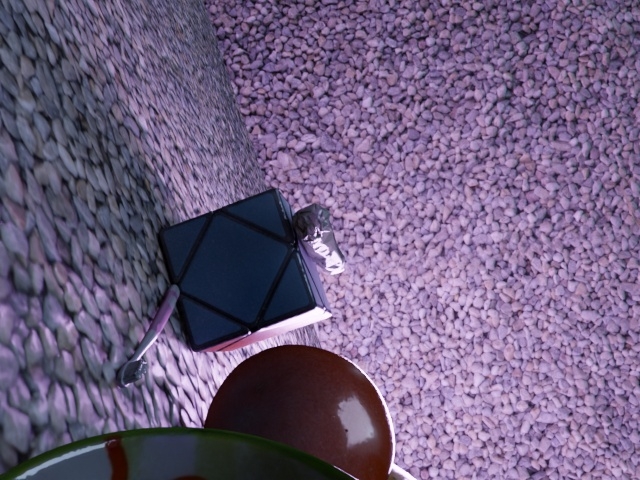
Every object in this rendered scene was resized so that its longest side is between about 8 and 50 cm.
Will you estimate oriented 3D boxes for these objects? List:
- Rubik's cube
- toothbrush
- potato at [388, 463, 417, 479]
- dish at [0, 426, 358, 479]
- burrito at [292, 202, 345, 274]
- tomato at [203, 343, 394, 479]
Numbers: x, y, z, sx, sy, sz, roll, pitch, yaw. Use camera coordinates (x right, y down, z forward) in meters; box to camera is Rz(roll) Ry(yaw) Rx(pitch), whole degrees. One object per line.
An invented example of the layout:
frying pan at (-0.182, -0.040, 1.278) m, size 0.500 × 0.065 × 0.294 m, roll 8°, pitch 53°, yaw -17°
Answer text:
Rubik's cube at (-0.115, 0.057, 1.037) m, size 0.207 × 0.205 × 0.204 m, roll 48°, pitch 22°, yaw -76°
toothbrush at (-0.209, 0.111, 0.804) m, size 0.286 × 0.025 × 0.020 m, roll -97°, pitch 168°, yaw -74°
potato at (0.023, 0.455, 0.942) m, size 0.196 × 0.299 × 0.246 m, roll 38°, pitch -4°, yaw -19°
dish at (-0.076, 0.255, 0.377) m, size 0.324 × 0.324 × 0.124 m, roll -94°, pitch -163°, yaw -75°
burrito at (0.000, 0.001, 1.000) m, size 0.203 × 0.064 × 0.064 m, roll 66°, pitch 5°, yaw -65°
tomato at (-0.033, 0.264, 0.836) m, size 0.224 × 0.256 × 0.255 m, roll 59°, pitch 10°, yaw -35°
